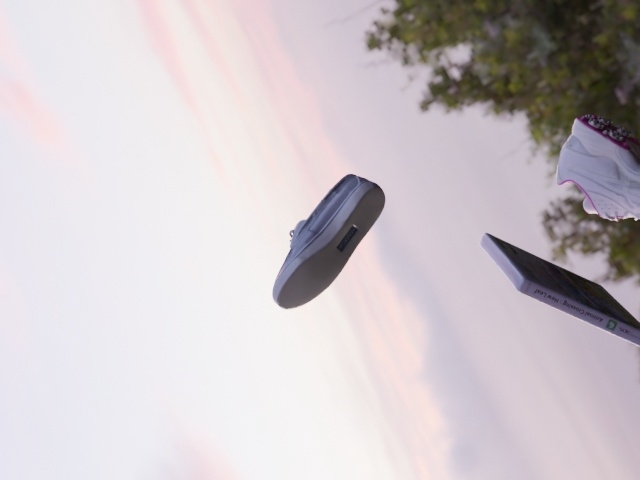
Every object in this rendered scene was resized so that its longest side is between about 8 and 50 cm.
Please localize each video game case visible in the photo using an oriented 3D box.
[{"bbox_3d":[0.318,0.064,1.780,0.193,0.023,0.212,24,-169,-13],"label":"video game case"}]

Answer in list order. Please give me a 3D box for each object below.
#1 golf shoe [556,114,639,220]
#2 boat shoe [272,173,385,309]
[{"bbox_3d":[0.511,-0.074,2.172,0.306,0.140,0.115,42,-156,28],"label":"golf shoe"},{"bbox_3d":[0.000,-0.001,1.971,0.081,0.227,0.079,35,174,43],"label":"boat shoe"}]
